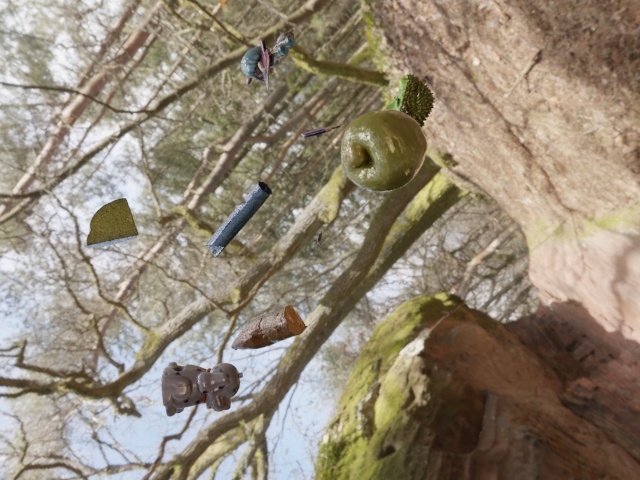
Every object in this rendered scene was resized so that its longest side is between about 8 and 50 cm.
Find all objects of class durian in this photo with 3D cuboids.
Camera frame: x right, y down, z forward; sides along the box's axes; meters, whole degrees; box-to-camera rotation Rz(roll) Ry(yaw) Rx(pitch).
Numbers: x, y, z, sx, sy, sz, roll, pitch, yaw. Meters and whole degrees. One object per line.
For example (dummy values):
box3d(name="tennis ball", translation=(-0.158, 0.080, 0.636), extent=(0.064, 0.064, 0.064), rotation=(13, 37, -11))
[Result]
box3d(name="durian", translation=(0.352, -0.527, 1.890), extent=(0.177, 0.236, 0.200), rotation=(28, -175, -2))

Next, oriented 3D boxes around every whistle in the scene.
box3d(name="whistle", translation=(-0.267, -0.063, 1.516), extent=(0.062, 0.304, 0.062), rotation=(36, -156, -19))

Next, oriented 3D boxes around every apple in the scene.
box3d(name="apple", translation=(0.144, -0.201, 1.066), extent=(0.200, 0.200, 0.200), rotation=(41, -170, -9))

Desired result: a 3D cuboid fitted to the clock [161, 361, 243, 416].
box3d(name="clock", translation=(-0.387, 0.490, 1.599), extent=(0.189, 0.254, 0.188), rotation=(175, 90, -87))

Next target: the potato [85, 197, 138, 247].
box3d(name="potato", translation=(-0.626, -0.049, 1.390), extent=(0.149, 0.081, 0.120), rotation=(-15, -92, -35))

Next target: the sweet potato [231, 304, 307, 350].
box3d(name="sweet potato", translation=(-0.211, 0.340, 1.778), extent=(0.131, 0.337, 0.131), rotation=(33, -136, -40))

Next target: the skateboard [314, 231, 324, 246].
box3d(name="skateboard", translation=(0.000, 0.000, 2.017), extent=(0.032, 0.063, 0.083), rotation=(14, -169, -11))

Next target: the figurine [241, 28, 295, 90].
box3d(name="figurine", translation=(-0.156, -0.585, 1.469), extent=(0.103, 0.205, 0.260), rotation=(28, 168, -28))

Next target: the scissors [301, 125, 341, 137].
box3d(name="scissors", translation=(0.003, -0.311, 1.345), extent=(0.039, 0.114, 0.012), rotation=(-115, 10, -68))
